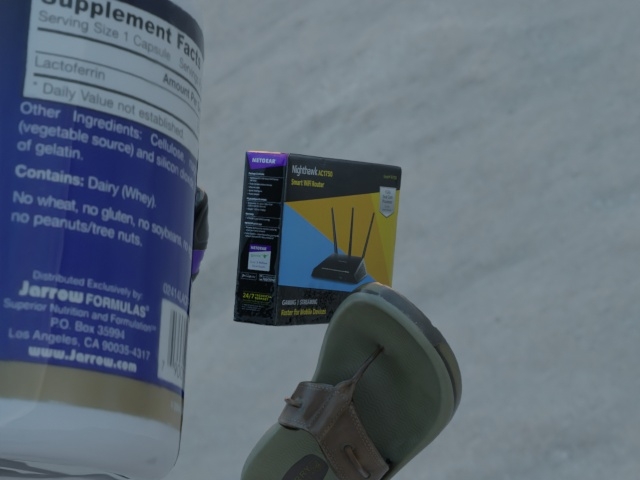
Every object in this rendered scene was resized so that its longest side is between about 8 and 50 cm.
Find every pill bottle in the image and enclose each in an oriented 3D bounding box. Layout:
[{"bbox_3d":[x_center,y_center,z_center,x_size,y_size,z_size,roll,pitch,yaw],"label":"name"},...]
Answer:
[{"bbox_3d":[-0.124,-0.039,0.657,0.153,0.153,0.265,-12,70,42],"label":"pill bottle"}]

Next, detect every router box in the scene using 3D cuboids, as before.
[{"bbox_3d":[0.000,0.000,1.321,0.046,0.133,0.179,5,2,31],"label":"router box"}]

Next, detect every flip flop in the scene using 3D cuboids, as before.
[{"bbox_3d":[0.008,0.139,1.183,0.080,0.112,0.277,-39,-11,-47],"label":"flip flop"}]

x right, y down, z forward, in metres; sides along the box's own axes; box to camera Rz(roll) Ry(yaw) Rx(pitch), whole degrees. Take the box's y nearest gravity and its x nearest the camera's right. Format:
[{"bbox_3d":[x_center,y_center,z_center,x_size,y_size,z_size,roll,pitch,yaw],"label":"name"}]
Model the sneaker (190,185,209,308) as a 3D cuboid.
[{"bbox_3d":[-0.224,-0.024,1.400,0.102,0.293,0.146,51,126,48],"label":"sneaker"}]
